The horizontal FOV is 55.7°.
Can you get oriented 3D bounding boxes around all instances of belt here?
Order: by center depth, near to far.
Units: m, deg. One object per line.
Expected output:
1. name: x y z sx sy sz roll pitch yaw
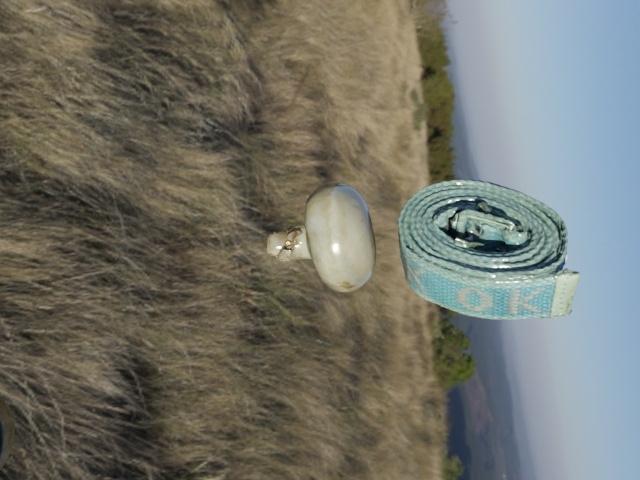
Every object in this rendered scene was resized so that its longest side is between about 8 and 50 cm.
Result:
1. belt: 0.161 0.003 0.614 0.082 0.163 0.148 79 11 -48

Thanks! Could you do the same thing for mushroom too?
1. mushroom: 0.000 0.000 0.445 0.085 0.079 0.085 -14 90 -85

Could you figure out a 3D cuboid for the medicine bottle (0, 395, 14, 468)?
1. medicine bottle: -0.445 0.240 0.633 0.322 0.151 0.151 156 -74 -77
